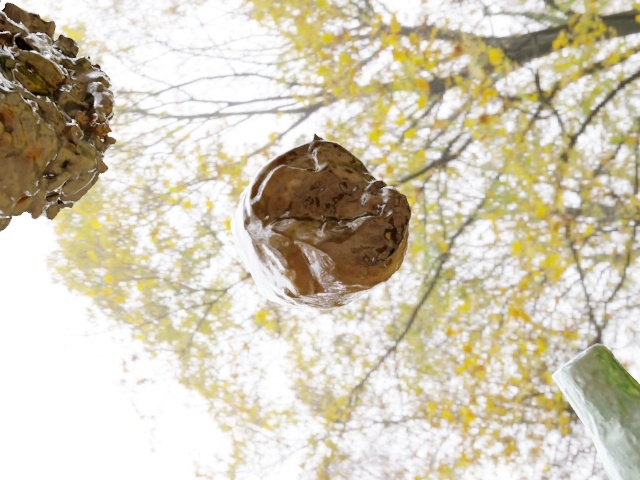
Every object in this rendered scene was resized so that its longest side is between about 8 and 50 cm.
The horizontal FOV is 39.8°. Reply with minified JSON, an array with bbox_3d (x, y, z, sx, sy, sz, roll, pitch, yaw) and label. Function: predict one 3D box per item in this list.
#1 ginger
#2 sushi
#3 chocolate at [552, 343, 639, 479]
[{"bbox_3d":[-0.003,0.002,1.240,0.200,0.269,0.223,-33,-30,-22],"label":"ginger"},{"bbox_3d":[-0.400,-0.188,0.938,0.417,0.417,0.176,35,-79,-33],"label":"sushi"},{"bbox_3d":[0.306,0.216,0.740,0.110,0.110,0.291,-18,-117,-37],"label":"chocolate"}]
